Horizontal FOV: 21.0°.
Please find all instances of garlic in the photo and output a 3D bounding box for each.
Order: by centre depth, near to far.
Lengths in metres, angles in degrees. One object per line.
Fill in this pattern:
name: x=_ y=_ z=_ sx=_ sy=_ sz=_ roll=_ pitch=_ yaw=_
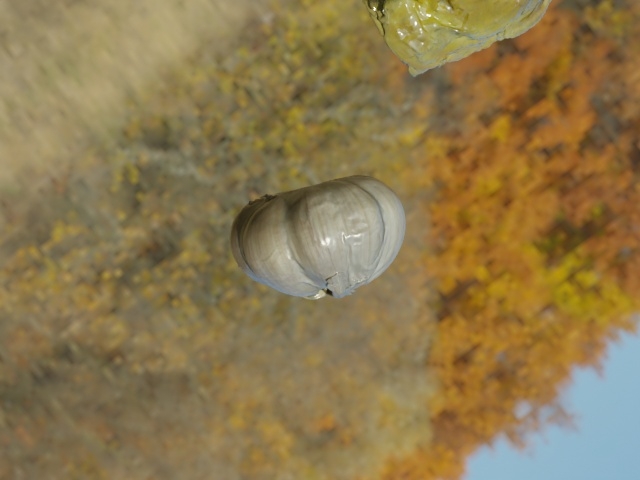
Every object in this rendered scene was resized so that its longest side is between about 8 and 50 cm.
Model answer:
garlic: x=0.002 y=0.000 z=2.211 sx=0.228 sy=0.152 sz=0.228 roll=-14 pitch=-171 yaw=2

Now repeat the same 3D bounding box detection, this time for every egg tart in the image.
egg tart: x=0.193 y=-0.406 z=2.231 sx=0.351 sy=0.339 sz=0.153 roll=-16 pitch=-177 yaw=-29
